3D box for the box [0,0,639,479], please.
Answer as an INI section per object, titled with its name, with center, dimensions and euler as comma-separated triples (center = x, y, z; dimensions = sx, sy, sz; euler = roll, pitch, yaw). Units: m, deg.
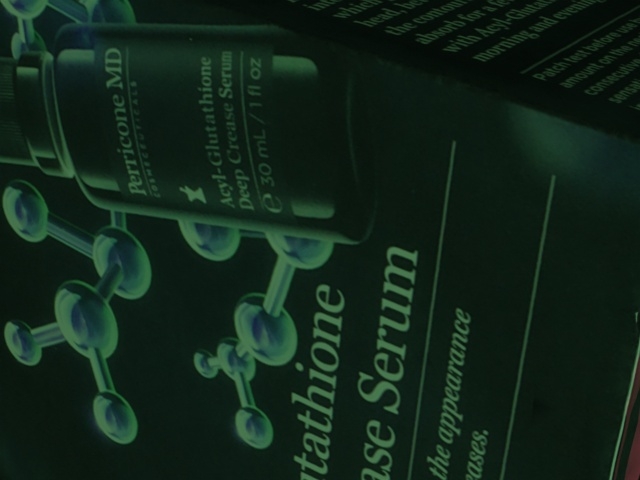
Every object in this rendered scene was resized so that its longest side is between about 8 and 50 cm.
[box]
center = 0.000, 0.000, 0.643
dimensions = 0.212, 0.396, 0.293
euler = -31, 134, -47
